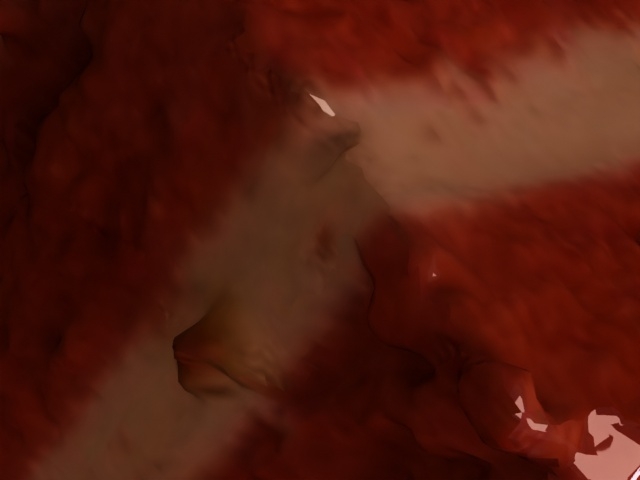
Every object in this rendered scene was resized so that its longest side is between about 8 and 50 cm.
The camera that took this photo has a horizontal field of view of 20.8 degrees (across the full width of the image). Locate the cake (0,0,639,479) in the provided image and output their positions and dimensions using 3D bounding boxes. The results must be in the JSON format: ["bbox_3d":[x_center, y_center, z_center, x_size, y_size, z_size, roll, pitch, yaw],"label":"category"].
[{"bbox_3d":[0.000,0.000,0.597,0.270,0.319,0.269,-15,151,-46],"label":"cake"}]
